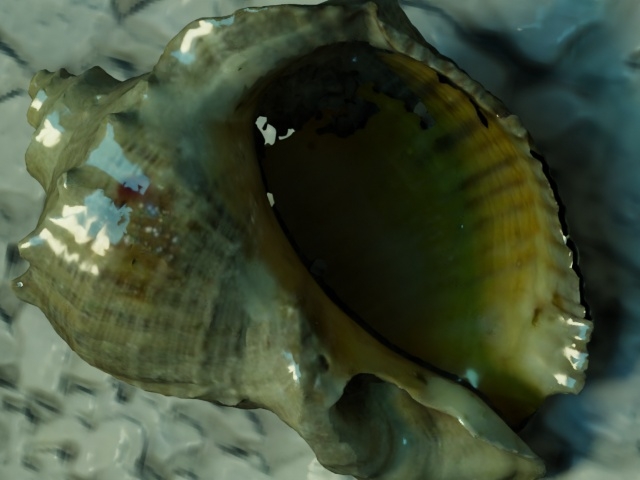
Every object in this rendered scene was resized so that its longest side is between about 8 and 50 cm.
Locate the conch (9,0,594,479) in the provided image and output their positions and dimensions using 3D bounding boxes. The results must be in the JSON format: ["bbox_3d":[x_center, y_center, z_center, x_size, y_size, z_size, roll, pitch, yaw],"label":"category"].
[{"bbox_3d":[0.000,0.000,0.662,0.245,0.163,0.178,40,131,1],"label":"conch"}]
